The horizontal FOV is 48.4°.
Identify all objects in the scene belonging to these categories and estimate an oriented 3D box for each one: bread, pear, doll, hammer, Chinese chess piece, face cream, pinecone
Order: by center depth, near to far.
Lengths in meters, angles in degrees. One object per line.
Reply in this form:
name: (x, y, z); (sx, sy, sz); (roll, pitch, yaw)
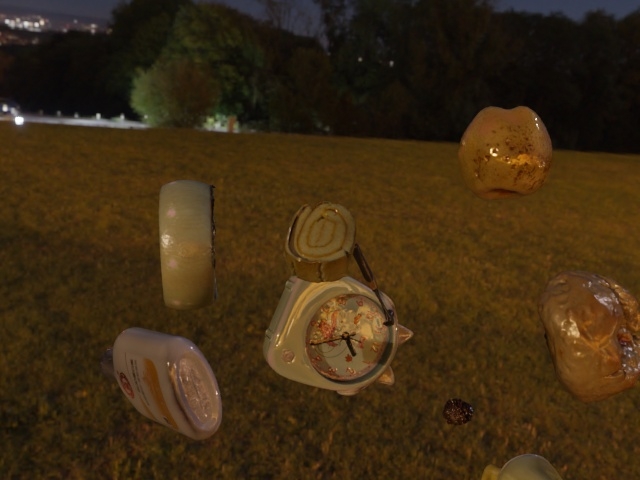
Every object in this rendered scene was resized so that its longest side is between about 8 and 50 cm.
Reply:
face cream: (-0.236, 0.187, 0.993); (0.071, 0.143, 0.291); (-25, 15, -33)
doll: (0.354, 0.413, 1.071); (0.141, 0.117, 0.296); (45, -5, -13)
bread: (0.000, 0.000, 1.195); (0.118, 0.064, 0.156); (12, 50, 5)
pear: (0.328, -0.158, 1.270); (0.178, 0.177, 0.178); (6, 14, -1)
bread: (0.495, 0.166, 1.280); (0.134, 0.244, 0.244); (-12, -1, 41)
hammer: (0.110, 0.096, 1.497); (0.021, 0.201, 0.078); (-23, 17, 12)
Chinese chess piece: (-0.350, 0.012, 1.905); (0.147, 0.349, 0.349); (-2, 15, -9)
pinecone: (0.377, 0.468, 1.946); (0.083, 0.077, 0.077); (7, 11, -40)

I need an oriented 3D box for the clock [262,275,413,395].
clock: (0.048, 0.219, 1.643); (0.324, 0.265, 0.109); (24, -4, -16)
